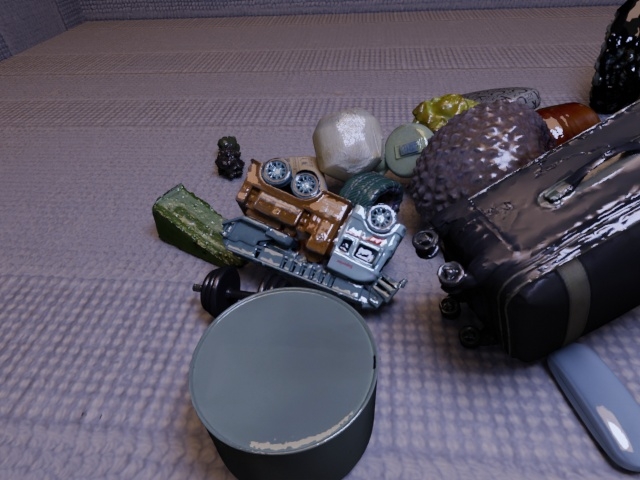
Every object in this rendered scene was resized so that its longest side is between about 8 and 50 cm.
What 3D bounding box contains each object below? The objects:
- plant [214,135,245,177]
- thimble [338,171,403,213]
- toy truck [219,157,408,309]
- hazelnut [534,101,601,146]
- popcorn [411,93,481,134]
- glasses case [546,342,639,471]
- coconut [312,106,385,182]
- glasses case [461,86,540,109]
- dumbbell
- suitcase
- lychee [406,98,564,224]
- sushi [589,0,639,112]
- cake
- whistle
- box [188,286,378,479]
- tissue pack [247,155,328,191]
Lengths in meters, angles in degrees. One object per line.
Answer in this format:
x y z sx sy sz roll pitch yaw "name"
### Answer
-0.249 -0.230 1.100 0.085 0.087 0.174 13 39 -28 "plant"
0.106 -0.085 0.869 0.135 0.118 0.090 -29 48 -32 "thimble"
0.000 0.000 0.733 0.339 0.133 0.184 25 76 8 "toy truck"
0.585 -0.239 0.991 0.212 0.180 0.181 -18 14 -18 "hazelnut"
0.325 -0.255 1.004 0.205 0.183 0.220 -20 55 9 "popcorn"
0.384 0.218 0.554 0.068 0.045 0.178 -8 40 -5 "glasses case"
0.068 -0.208 0.917 0.161 0.162 0.161 -16 6 2 "coconut"
0.435 -0.367 1.123 0.137 0.085 0.355 -23 19 -13 "glasses case"
-0.124 0.095 0.693 0.209 0.099 0.099 7 42 14 "dumbbell"
0.366 -0.009 0.553 0.434 0.283 0.194 -31 49 3 "suitcase"
0.326 -0.121 0.792 0.301 0.299 0.299 -2 41 2 "lychee"
0.984 -0.535 1.180 0.286 0.328 0.328 21 42 33 "sushi"
-0.246 -0.007 0.873 0.236 0.099 0.100 35 50 9 "cake"
0.169 -0.202 0.964 0.258 0.125 0.067 -7 -2 44 "whistle"
-0.041 0.194 0.534 0.227 0.149 0.226 -2 41 2 "box"
-0.074 -0.106 0.929 0.187 0.090 0.222 -7 40 -5 "tissue pack"
